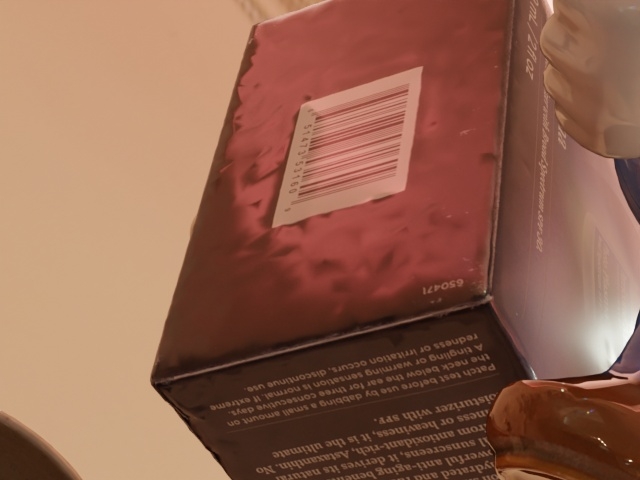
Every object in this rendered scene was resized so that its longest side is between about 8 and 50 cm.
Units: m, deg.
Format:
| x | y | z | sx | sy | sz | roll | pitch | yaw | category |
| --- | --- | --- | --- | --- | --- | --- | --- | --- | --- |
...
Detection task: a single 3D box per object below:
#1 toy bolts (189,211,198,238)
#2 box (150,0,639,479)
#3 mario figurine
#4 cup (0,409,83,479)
| x | y | z | sx | sy | sz | roll | pitch | yaw | category |
| --- | --- | --- | --- | --- | --- | --- | --- | --- | --- |
| 0.000 | 0.000 | 1.437 | 0.159 | 0.218 | 0.228 | -17 | -64 | 28 | toy bolts |
| 0.081 | 0.047 | 0.856 | 0.183 | 0.296 | 0.294 | -15 | -51 | 23 | box |
| 0.123 | -0.058 | 0.513 | 0.170 | 0.198 | 0.320 | 29 | -107 | -16 | mario figurine |
| -0.325 | 0.294 | 1.079 | 0.331 | 0.331 | 0.237 | 48 | -44 | 3 | cup |
